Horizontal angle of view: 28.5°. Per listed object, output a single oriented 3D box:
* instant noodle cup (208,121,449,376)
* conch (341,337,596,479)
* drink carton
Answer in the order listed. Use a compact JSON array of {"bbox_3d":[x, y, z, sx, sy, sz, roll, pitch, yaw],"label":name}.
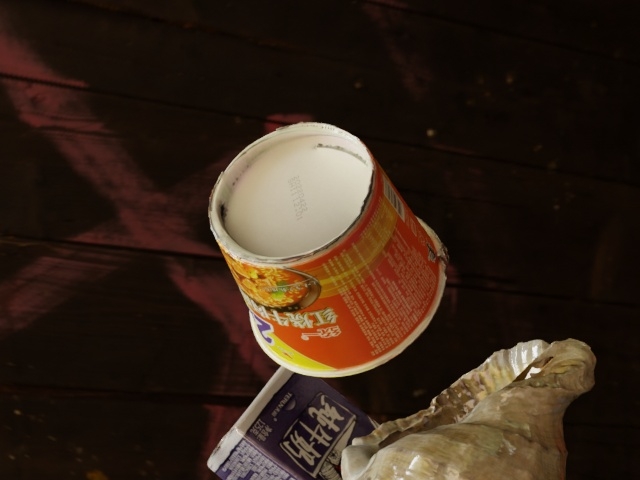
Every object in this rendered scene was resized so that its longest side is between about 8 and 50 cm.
[{"bbox_3d":[0.000,0.000,1.206,0.213,0.213,0.174,-52,-36,-19],"label":"instant noodle cup"},{"bbox_3d":[0.155,0.235,1.291,0.324,0.263,0.186,-27,-67,-27],"label":"conch"},{"bbox_3d":[0.002,0.262,1.447,0.222,0.102,0.134,38,-136,3],"label":"drink carton"}]
